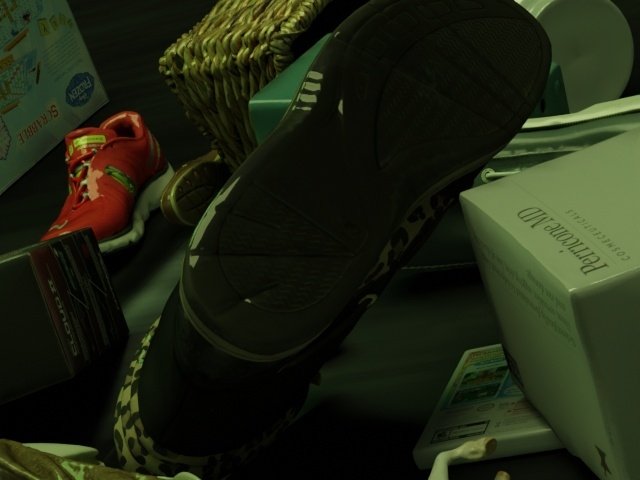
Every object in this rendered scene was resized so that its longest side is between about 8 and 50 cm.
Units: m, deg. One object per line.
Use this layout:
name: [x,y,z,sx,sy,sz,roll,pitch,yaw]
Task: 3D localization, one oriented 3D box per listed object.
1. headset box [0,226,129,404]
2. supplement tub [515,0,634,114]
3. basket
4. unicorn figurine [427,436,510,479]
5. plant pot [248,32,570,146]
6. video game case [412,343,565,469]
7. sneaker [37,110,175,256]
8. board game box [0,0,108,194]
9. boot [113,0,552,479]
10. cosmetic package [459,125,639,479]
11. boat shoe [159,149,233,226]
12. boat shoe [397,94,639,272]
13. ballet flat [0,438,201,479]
headset box: [-0.296,0.082,1.553,0.218,0.110,0.293,-19,3,6]
supplement tub: [0.196,-0.185,1.817,0.144,0.144,0.200,-27,20,-18]
basket: [0.033,-0.193,1.882,0.223,0.213,0.299,-5,36,52]
unicorn figurine: [0.080,0.168,1.108,0.111,0.060,0.162,-31,21,-28]
plant pot: [0.093,-0.084,1.635,0.234,0.165,0.165,-1,26,30]
video game case: [0.154,0.102,1.276,0.157,0.019,0.143,-13,20,26]
sneaker: [-0.239,-0.055,1.958,0.107,0.118,0.279,-15,20,18]
board game box: [-0.419,-0.253,2.382,0.066,0.318,0.318,-11,21,27]
boot: [0.000,0.000,1.315,0.377,0.138,0.284,-52,-4,-37]
cosmetic package: [0.305,-0.001,1.158,0.385,0.156,0.217,-20,20,-10]
boat shoe: [-0.122,-0.051,1.921,0.060,0.064,0.178,-18,12,25]
boat shoe: [0.163,-0.027,1.471,0.319,0.116,0.099,-16,40,25]
ballet flat: [-0.161,0.184,1.257,0.342,0.116,0.124,1,16,43]
